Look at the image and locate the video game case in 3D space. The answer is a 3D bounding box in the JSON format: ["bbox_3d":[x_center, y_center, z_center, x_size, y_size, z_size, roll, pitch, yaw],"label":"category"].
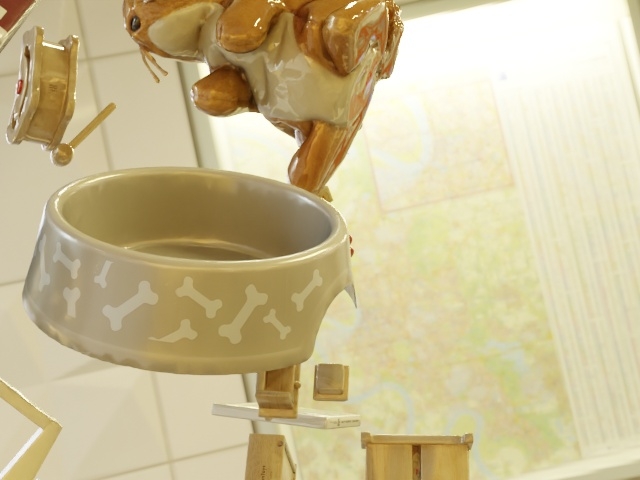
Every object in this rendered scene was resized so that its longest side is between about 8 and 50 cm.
[{"bbox_3d":[-0.050,0.274,1.580,0.190,0.022,0.173,4,-7,20],"label":"video game case"}]

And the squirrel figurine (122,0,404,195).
[{"bbox_3d":[-0.084,-0.315,1.482,0.370,0.281,0.397,23,42,13],"label":"squirrel figurine"}]

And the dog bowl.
[{"bbox_3d":[-0.128,0.014,1.036,0.348,0.102,0.349,5,20,-2],"label":"dog bowl"}]

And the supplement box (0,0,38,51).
[{"bbox_3d":[-0.261,-0.211,0.729,0.073,0.130,0.239,-43,21,31],"label":"supplement box"}]

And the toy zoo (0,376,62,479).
[{"bbox_3d":[-0.405,0.204,1.024,0.192,0.293,0.030,-51,16,-13],"label":"toy zoo"}]

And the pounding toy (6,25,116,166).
[{"bbox_3d":[-0.459,-0.237,1.777,0.154,0.270,0.154,10,-24,-30],"label":"pounding toy"}]

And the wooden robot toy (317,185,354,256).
[{"bbox_3d":[0.000,0.000,1.596,0.079,0.173,0.076,-30,42,-21],"label":"wooden robot toy"}]

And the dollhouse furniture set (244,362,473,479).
[{"bbox_3d":[0.090,0.310,1.282,0.355,0.303,0.174,1,-26,4],"label":"dollhouse furniture set"}]

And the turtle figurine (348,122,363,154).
[{"bbox_3d":[0.017,-0.281,1.959,0.175,0.234,0.118,-44,15,6],"label":"turtle figurine"}]
